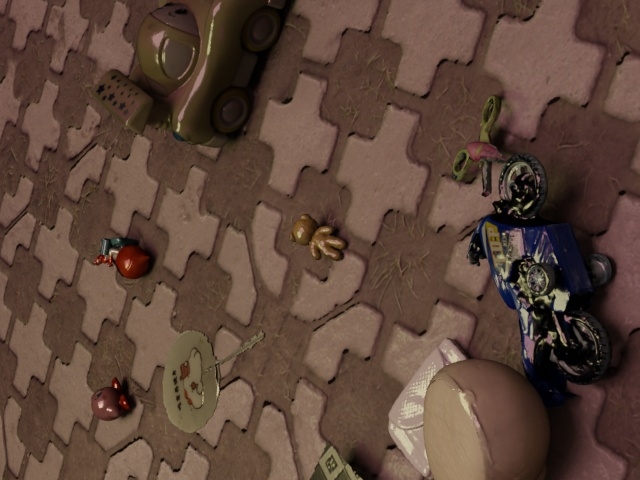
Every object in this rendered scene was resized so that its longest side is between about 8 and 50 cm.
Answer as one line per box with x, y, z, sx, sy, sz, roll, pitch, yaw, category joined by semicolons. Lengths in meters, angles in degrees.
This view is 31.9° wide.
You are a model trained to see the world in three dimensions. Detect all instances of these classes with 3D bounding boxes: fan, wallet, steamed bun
-0.200;0.230;2.024;0.329;0.009;0.191;-33;59;42;fan
0.163;0.237;1.583;0.124;0.032;0.183;51;120;38;wallet
0.216;0.247;1.427;0.228;0.130;0.177;94;154;-44;steamed bun

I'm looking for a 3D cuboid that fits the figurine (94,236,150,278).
-0.388;0.034;2.237;0.140;0.068;0.075;17;93;43;figurine

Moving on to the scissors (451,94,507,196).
0.220;-0.118;1.522;0.187;0.020;0.134;-96;30;-66;scissors

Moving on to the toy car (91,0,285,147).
-0.239;-0.357;2.004;0.242;0.226;0.336;40;115;45;toy car

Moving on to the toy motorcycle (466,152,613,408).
0.272;0.052;1.434;0.169;0.113;0.315;-37;65;52;toy motorcycle

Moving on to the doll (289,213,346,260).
-0.005;-0.001;1.804;0.093;0.051;0.061;36;104;45;doll

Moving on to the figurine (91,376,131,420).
-0.416;0.323;2.216;0.083;0.071;0.067;48;161;51;figurine

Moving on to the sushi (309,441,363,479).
0.024;0.473;1.694;0.192;0.043;0.280;42;115;45;sushi
